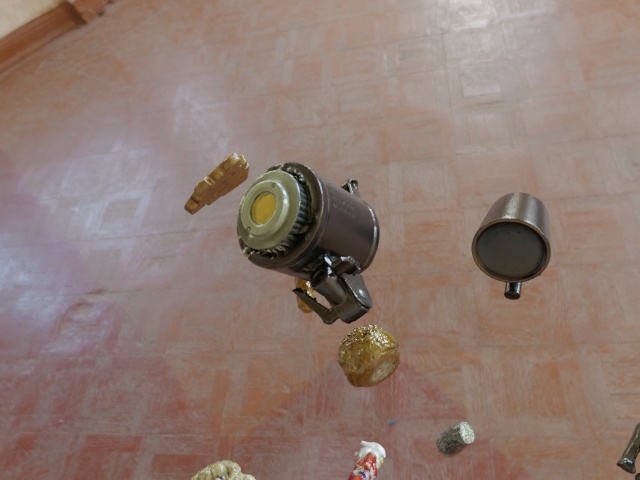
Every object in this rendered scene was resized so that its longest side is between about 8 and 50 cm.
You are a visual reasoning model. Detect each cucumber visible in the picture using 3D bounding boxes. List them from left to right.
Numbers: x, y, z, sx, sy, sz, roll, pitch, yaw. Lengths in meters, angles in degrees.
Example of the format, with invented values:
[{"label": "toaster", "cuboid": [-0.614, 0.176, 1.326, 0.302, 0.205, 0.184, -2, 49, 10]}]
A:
[{"label": "cucumber", "cuboid": [0.334, 0.489, 1.212, 0.064, 0.112, 0.064, 13, 43, -12]}]

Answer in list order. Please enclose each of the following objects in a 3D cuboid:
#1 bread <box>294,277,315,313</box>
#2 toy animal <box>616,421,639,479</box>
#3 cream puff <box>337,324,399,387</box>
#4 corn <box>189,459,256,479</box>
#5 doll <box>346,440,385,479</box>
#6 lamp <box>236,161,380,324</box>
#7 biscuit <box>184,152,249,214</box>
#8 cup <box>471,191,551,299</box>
[{"label": "bread", "cuboid": [-0.039, 0.094, 1.161, 0.044, 0.052, 0.157, -8, 77, 3]}, {"label": "toy animal", "cuboid": [0.629, 0.351, 0.853, 0.146, 0.245, 0.114, -36, 88, -24]}, {"label": "cream puff", "cuboid": [0.094, 0.229, 0.995, 0.126, 0.144, 0.103, -43, 50, 1]}, {"label": "corn", "cuboid": [-0.134, 0.292, 0.465, 0.211, 0.087, 0.087, -46, 50, 21]}, {"label": "doll", "cuboid": [0.126, 0.750, 1.545, 0.099, 0.384, 0.188, 29, 104, 13]}, {"label": "lamp", "cuboid": [-0.029, -0.034, 0.959, 0.205, 0.272, 0.374, -39, 36, 20]}, {"label": "biscuit", "cuboid": [-0.257, -0.158, 1.288, 0.041, 0.239, 0.212, 45, 112, 2]}, {"label": "cup", "cuboid": [0.447, 0.013, 1.179, 0.166, 0.239, 0.177, 25, 37, 12]}]
